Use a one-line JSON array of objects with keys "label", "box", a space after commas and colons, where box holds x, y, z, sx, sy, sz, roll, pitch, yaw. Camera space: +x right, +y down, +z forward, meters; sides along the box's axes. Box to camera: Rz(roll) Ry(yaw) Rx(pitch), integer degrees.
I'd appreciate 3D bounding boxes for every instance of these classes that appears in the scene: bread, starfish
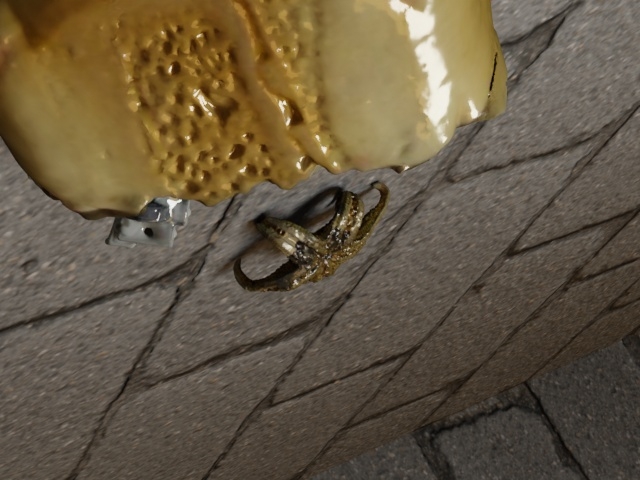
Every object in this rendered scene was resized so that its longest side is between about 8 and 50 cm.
[{"label": "bread", "box": [-0.062, -0.172, 0.788, 0.316, 0.211, 0.270, -13, 139, 7]}, {"label": "starfish", "box": [0.001, -0.001, 1.597, 0.190, 0.074, 0.146, -23, 155, -26]}]

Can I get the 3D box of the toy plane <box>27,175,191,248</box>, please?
[{"label": "toy plane", "box": [-0.139, -0.077, 1.060, 0.174, 0.174, 0.080, -34, -173, 10]}]
